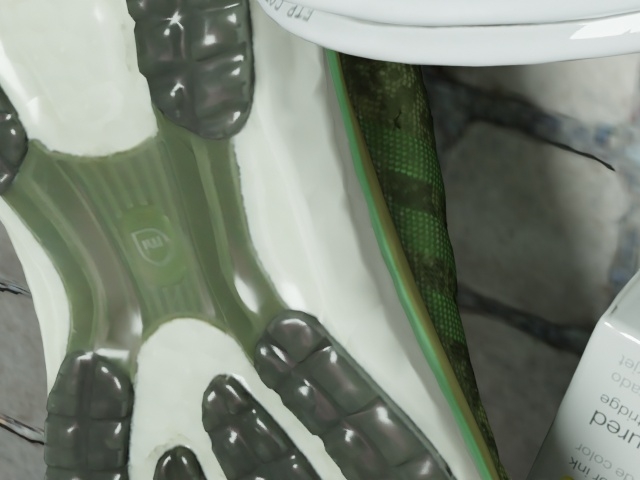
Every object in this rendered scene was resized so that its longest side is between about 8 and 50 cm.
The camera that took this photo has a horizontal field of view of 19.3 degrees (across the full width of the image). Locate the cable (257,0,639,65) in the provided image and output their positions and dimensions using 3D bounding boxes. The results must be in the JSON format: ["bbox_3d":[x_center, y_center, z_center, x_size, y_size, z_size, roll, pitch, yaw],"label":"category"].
[{"bbox_3d":[0.086,-0.128,0.390,0.257,0.257,0.089,-12,117,12],"label":"cable"}]

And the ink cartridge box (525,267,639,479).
[{"bbox_3d":[0.141,0.115,0.617,0.154,0.093,0.212,32,134,16],"label":"ink cartridge box"}]

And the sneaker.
[{"bbox_3d":[0.000,0.000,0.588,0.158,0.182,0.410,-3,112,29],"label":"sneaker"}]
